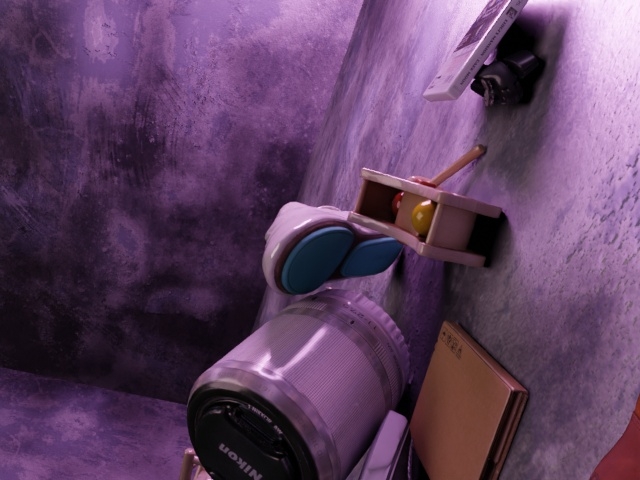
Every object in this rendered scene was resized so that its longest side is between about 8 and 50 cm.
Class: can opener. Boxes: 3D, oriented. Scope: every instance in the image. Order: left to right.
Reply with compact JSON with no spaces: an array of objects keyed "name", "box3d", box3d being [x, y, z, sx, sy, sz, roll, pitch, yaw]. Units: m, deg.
[{"name":"can opener","box3d":[0.230,-0.211,0.819,0.186,0.073,0.059,-107,-6,-76]}]

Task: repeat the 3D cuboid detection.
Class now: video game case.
[{"name":"video game case","box3d":[0.213,-0.268,0.844,0.173,0.022,0.190,-55,6,10]}]

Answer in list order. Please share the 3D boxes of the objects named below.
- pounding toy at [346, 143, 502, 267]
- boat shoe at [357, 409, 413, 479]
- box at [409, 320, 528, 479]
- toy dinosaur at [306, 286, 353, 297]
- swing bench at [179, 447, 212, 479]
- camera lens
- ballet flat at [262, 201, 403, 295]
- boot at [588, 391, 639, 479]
[{"name":"pounding toy","box3d":[0.134,-0.072,0.819,0.269,0.154,0.155,-127,52,-76]},{"name":"boat shoe","box3d":[0.077,0.339,0.680,0.306,0.104,0.113,-66,-9,-47]},{"name":"box","box3d":[0.155,0.200,0.698,0.201,0.021,0.165,-123,48,-75]},{"name":"toy dinosaur","box3d":[0.026,0.183,1.242,0.313,0.120,0.161,148,124,-69]},{"name":"swing bench","box3d":[-0.126,0.502,1.047,0.165,0.253,0.255,68,-145,-79]},{"name":"camera lens","box3d":[-0.025,0.212,0.829,0.274,0.219,0.220,-35,-26,-51]},{"name":"ballet flat","box3d":[0.000,0.000,0.946,0.400,0.139,0.139,-2,-69,-62]},{"name":"boot","box3d":[0.245,0.090,0.293,0.264,0.096,0.281,134,157,-84]}]
